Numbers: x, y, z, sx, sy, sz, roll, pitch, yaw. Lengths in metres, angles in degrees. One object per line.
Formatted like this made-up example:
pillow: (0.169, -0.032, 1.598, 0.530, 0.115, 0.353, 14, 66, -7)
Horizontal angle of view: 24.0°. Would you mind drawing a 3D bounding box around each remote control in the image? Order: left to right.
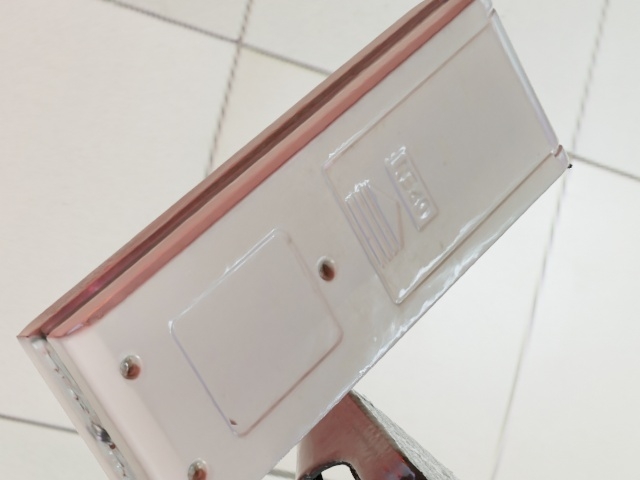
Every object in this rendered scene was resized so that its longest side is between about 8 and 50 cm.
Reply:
remote control: (0.000, 0.000, 0.662, 0.277, 0.055, 0.103, -42, 113, -32)

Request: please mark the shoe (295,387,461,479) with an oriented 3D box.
shoe: (0.027, 0.150, 0.836, 0.108, 0.241, 0.093, 40, 88, -11)
